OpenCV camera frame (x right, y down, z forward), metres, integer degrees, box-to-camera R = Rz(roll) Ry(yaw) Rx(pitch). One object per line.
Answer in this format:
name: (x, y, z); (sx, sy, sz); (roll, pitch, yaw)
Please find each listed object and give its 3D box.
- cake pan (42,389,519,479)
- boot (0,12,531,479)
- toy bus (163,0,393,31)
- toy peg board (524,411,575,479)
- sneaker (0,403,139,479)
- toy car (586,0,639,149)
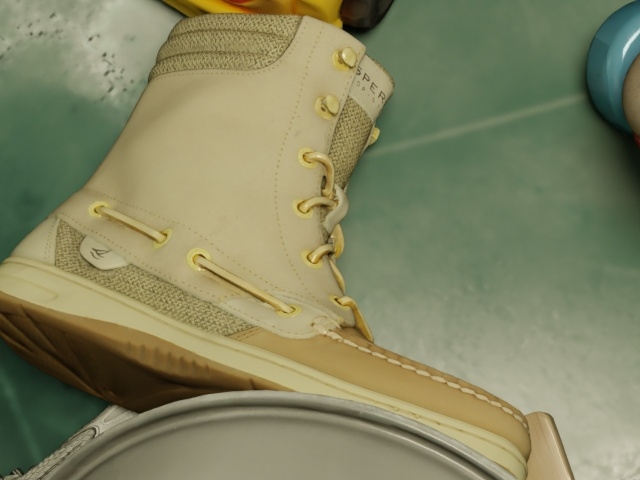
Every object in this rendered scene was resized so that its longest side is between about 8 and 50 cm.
cake pan: (-0.013, 0.205, 0.600); (0.293, 0.054, 0.293); (5, 109, 14)
boot: (0.000, 0.000, 0.684); (0.262, 0.095, 0.203); (17, 59, 23)
toy bus: (-0.005, -0.222, 0.712); (0.149, 0.211, 0.220); (27, 80, 8)
toy peg board: (0.061, 0.181, 0.685); (0.160, 0.079, 0.161); (-21, 75, 14)
sneaker: (-0.175, 0.139, 0.693); (0.225, 0.088, 0.093); (-34, 69, -9)
toy car: (0.269, -0.022, 0.681); (0.210, 0.219, 0.238); (-28, 105, -5)
